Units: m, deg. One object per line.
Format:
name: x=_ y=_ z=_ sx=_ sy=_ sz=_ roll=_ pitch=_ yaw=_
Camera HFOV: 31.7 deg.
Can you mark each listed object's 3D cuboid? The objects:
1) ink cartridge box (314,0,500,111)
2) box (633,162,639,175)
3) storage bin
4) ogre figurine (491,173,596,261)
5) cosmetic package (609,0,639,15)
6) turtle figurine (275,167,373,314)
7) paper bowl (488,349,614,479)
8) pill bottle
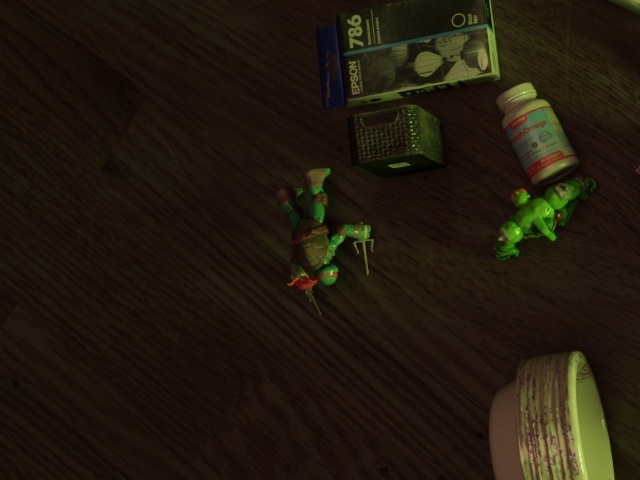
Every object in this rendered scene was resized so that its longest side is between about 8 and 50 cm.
ink cartridge box: x=0.138 y=-0.333 z=1.970 sx=0.333 sy=0.065 sz=0.165 roll=-9 pitch=83 yaw=21
box: x=0.556 y=-0.124 z=1.811 sx=0.067 sy=0.018 sz=0.083 roll=41 pitch=100 yaw=19
storage bin: x=0.129 y=-0.164 z=1.895 sx=0.122 sy=0.180 sz=0.084 roll=-8 pitch=83 yaw=21
ogre figurine: x=0.356 y=-0.040 z=1.829 sx=0.197 sy=0.118 sz=0.096 roll=-20 pitch=79 yaw=18
cosmetic package: x=0.576 y=-0.545 z=1.796 sx=0.284 sy=0.097 sz=0.377 roll=33 pitch=97 yaw=22
turtle figurine: x=0.000 y=0.000 z=1.973 sx=0.175 sy=0.118 sz=0.234 roll=-24 pitch=72 yaw=18
paper bowl: x=0.348 y=0.315 z=1.713 sx=0.148 sy=0.284 sz=0.284 roll=-10 pitch=82 yaw=22
pill bottle: x=0.354 y=-0.175 z=1.857 sx=0.087 sy=0.087 sz=0.160 roll=-30 pitch=75 yaw=17
